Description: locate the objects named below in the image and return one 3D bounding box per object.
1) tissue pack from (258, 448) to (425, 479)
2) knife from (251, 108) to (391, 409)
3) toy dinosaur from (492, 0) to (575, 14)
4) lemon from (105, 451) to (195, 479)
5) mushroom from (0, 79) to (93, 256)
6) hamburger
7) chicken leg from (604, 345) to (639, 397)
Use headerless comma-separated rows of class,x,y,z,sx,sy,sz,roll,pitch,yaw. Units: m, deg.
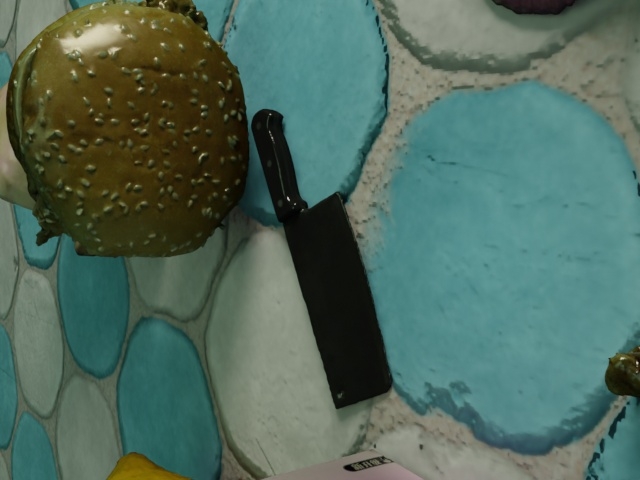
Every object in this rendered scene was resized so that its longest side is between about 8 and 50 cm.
tissue pack,-0.010,0.204,0.390,0.148,0.246,0.093,17,103,48
knife,0.000,0.000,0.553,0.072,0.019,0.245,-31,70,42
toy dinosaur,0.097,-0.210,0.407,0.286,0.070,0.139,43,145,43
lemon,-0.138,0.302,0.599,0.188,0.188,0.257,-44,56,42
mushroom,-0.254,-0.118,0.740,0.173,0.162,0.236,-54,54,39
hamburger,-0.144,-0.096,0.581,0.122,0.189,0.215,13,104,51
chicken leg,0.186,0.081,0.283,0.093,0.070,0.178,-46,30,-12
